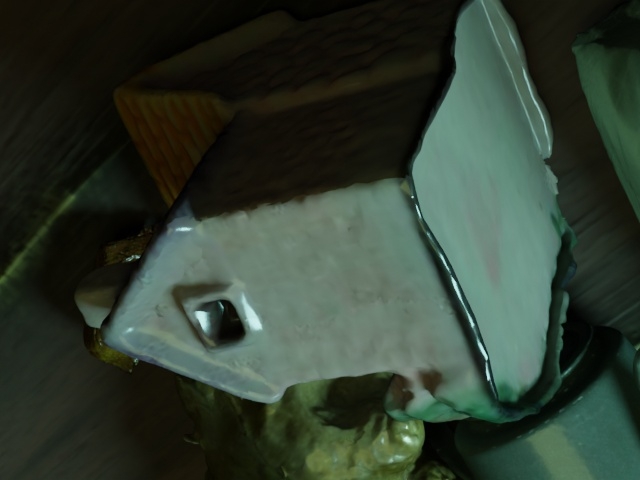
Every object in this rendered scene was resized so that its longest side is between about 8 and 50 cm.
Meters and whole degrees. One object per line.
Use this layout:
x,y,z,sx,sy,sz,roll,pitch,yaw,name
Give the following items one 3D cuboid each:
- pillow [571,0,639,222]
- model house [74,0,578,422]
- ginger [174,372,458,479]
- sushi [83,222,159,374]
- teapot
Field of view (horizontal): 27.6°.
0.281,0.014,0.666,0.138,0.310,0.283,-39,116,-7,pillow
0.000,0.000,0.746,0.238,0.237,0.202,-10,125,24,model house
-0.002,0.185,0.902,0.219,0.123,0.270,6,119,32,ginger
-0.131,0.043,0.905,0.060,0.061,0.118,2,131,-27,sushi
0.148,0.119,0.837,0.149,0.162,0.239,53,149,-9,teapot
